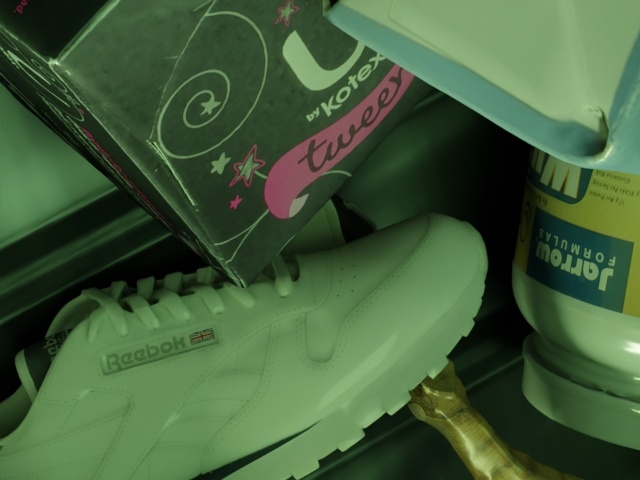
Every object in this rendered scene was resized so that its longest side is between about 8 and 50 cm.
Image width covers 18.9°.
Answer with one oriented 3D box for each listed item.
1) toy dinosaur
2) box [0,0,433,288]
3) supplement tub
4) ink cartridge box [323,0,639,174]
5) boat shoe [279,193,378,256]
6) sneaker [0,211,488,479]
[{"bbox_3d":[0.110,0.120,0.758,0.211,0.112,0.064,28,52,-5],"label":"toy dinosaur"},{"bbox_3d":[-0.010,-0.136,0.644,0.247,0.142,0.163,-46,147,-6],"label":"box"},{"bbox_3d":[0.157,-0.024,0.789,0.144,0.144,0.199,0,105,-26],"label":"supplement tub"},{"bbox_3d":[0.232,-0.138,0.598,0.395,0.151,0.270,7,111,-38],"label":"ink cartridge box"},{"bbox_3d":[0.000,0.000,0.782,0.046,0.038,0.125,-34,119,22],"label":"boat shoe"},{"bbox_3d":[-0.046,0.048,0.731,0.235,0.090,0.095,-33,100,0],"label":"sneaker"}]
